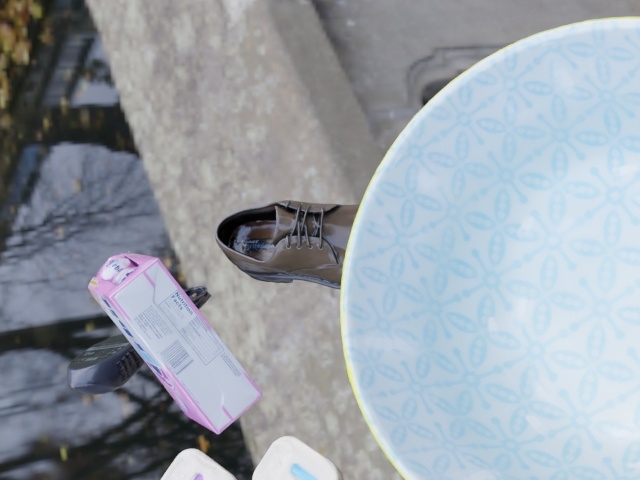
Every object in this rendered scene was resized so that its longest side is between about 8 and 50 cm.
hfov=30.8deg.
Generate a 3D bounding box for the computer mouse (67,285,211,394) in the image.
[{"bbox_3d":[-0.193,0.111,1.293,0.071,0.242,0.041,-10,106,35],"label":"computer mouse"}]

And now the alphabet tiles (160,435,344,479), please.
[{"bbox_3d":[-0.056,0.305,0.923,0.278,0.021,0.284,30,82,30],"label":"alphabet tiles"}]

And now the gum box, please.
[{"bbox_3d":[-0.151,0.096,1.164,0.188,0.062,0.107,55,162,-16],"label":"gum box"}]

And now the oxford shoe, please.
[{"bbox_3d":[0.000,0.000,1.113,0.227,0.096,0.082,-7,70,25],"label":"oxford shoe"}]

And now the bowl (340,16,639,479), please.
[{"bbox_3d":[0.172,0.036,0.661,0.289,0.156,0.289,-7,74,26],"label":"bowl"}]
